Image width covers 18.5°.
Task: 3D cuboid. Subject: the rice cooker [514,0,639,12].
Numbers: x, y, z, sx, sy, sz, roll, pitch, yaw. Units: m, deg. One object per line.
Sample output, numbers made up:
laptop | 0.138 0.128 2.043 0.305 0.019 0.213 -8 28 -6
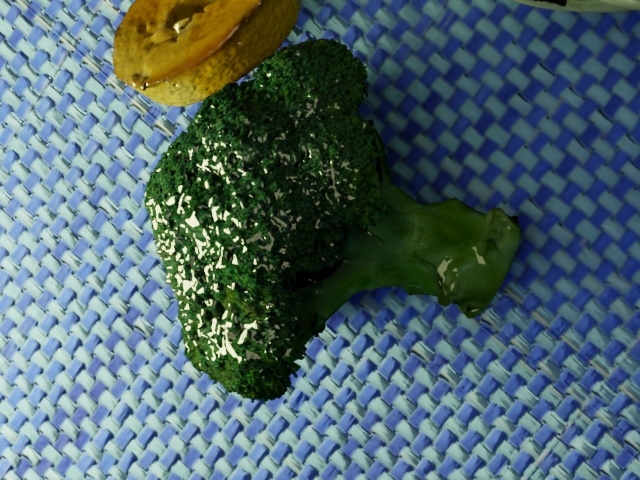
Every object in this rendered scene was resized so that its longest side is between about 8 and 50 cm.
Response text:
rice cooker | 0.186 -0.313 1.475 0.288 0.288 0.277 25 104 20

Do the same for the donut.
donut | -0.091 -0.182 1.669 0.178 0.162 0.065 -19 130 29

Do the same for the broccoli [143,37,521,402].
broccoli | 0.000 0.000 1.598 0.297 0.297 0.298 20 102 -7
